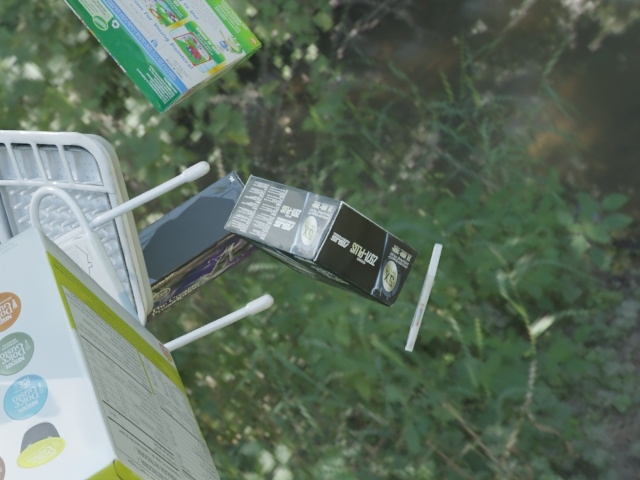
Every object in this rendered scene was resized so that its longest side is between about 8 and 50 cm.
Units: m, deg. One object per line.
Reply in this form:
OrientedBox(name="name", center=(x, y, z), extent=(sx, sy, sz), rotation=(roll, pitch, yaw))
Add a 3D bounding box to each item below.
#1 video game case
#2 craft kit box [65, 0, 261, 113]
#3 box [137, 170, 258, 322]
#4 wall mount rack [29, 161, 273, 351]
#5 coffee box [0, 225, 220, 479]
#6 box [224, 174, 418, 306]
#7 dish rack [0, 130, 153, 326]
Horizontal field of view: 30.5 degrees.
OrientedBox(name="video game case", center=(0.137, 0.075, 1.559), extent=(0.087, 0.011, 0.122), rotation=(-66, -9, -60))
OrientedBox(name="craft kit box", center=(-0.225, -0.318, 1.613), extent=(0.061, 0.250, 0.246), rotation=(-37, 5, 36))
OrientedBox(name="box", center=(-0.233, 0.014, 2.101), extent=(0.261, 0.184, 0.103), rotation=(-34, 72, -14))
OrientedBox(name="wall mount rack", center=(-0.247, 0.051, 1.644), extent=(0.304, 0.350, 0.130), rotation=(-22, 7, 41))
OrientedBox(name="coffee box", center=(-0.340, 0.259, 1.343), extent=(0.337, 0.338, 0.334), rotation=(-30, 54, 3))
OrientedBox(name="box", center=(0.000, 0.000, 1.409), extent=(0.180, 0.147, 0.078), rotation=(19, 80, 48))
OrientedBox(name="dish rack", center=(-0.387, -0.022, 1.827), extent=(0.285, 0.333, 0.072), rotation=(4, 26, 32))
